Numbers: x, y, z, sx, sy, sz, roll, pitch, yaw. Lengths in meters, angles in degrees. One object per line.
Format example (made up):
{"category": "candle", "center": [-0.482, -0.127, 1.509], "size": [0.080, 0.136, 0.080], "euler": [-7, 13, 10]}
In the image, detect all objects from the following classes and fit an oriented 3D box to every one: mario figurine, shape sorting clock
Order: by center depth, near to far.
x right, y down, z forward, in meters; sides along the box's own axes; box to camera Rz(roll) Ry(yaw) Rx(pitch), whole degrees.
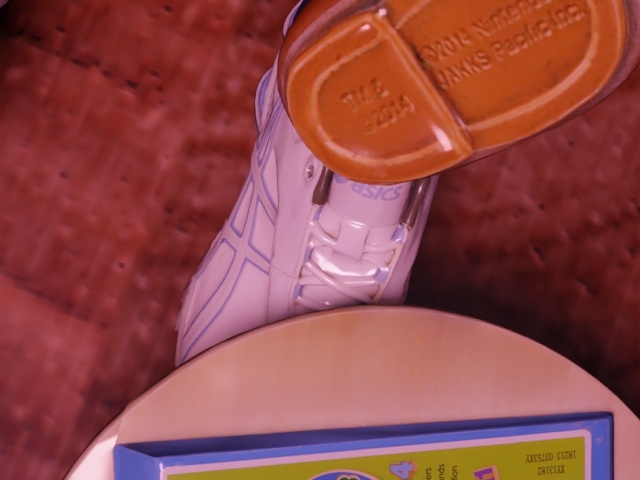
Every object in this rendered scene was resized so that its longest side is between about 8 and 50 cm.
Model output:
{"category": "mario figurine", "center": [0.052, -0.152, 0.487], "size": [0.170, 0.320, 0.198], "euler": [-7, 116, 19]}
{"category": "shape sorting clock", "center": [0.013, 0.119, 0.544], "size": [0.206, 0.040, 0.206], "euler": [-2, 100, -14]}

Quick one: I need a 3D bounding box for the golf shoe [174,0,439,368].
{"category": "golf shoe", "center": [0.000, 0.000, 0.557], "size": [0.069, 0.086, 0.176], "euler": [11, 80, -9]}

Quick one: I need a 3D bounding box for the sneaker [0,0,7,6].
{"category": "sneaker", "center": [-0.143, -0.002, 0.514], "size": [0.366, 0.137, 0.210], "euler": [-35, 87, -8]}
